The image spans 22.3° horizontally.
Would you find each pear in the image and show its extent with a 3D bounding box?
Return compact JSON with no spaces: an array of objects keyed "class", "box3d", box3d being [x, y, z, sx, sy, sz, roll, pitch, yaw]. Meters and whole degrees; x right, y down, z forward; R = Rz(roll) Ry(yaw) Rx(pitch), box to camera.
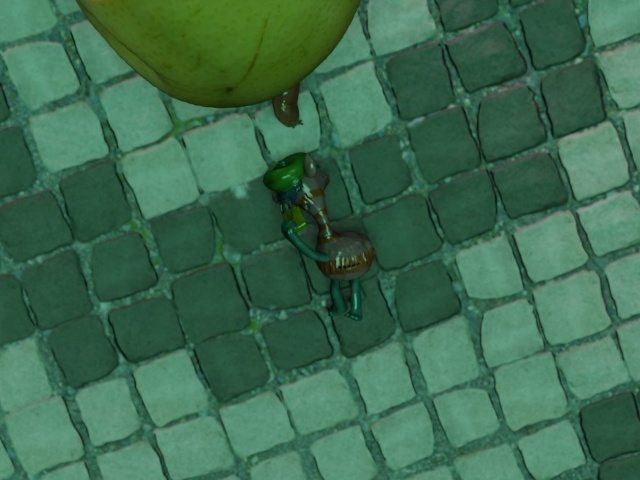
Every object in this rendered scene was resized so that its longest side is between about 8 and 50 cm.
[{"class":"pear","box3d":[-0.110,-0.314,1.739,0.348,0.348,0.348,-1,102,-4]}]

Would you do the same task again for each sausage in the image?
[{"class":"sausage","box3d":[-0.038,-0.210,1.917,0.042,0.036,0.157,2,102,3]}]

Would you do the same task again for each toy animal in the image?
[{"class":"toy animal","box3d":[0.000,0.000,1.931,0.100,0.103,0.208,-9,111,42]}]
